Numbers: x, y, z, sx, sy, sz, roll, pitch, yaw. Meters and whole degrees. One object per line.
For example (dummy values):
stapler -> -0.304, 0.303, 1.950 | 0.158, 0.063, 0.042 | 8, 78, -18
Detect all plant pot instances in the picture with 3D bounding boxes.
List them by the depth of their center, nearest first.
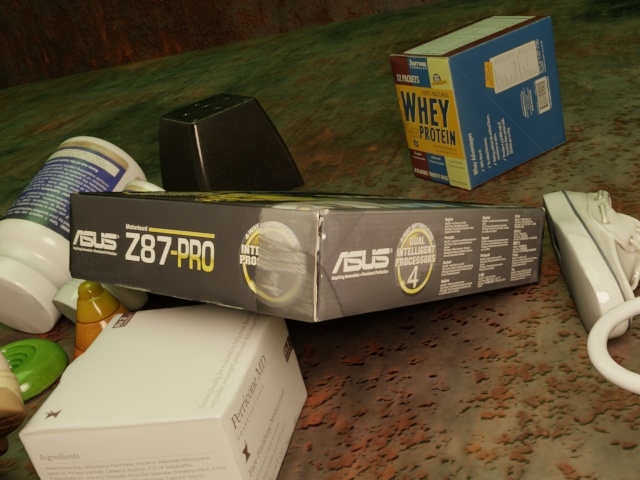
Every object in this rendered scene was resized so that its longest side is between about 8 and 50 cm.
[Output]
plant pot -> -0.169, -0.148, 1.337 | 0.187, 0.167, 0.188 | -28, 28, -27

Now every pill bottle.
pill bottle -> -0.253, 0.025, 1.014 | 0.112, 0.112, 0.186 | 8, 57, 42
pill bottle -> -0.361, -0.009, 1.102 | 0.153, 0.153, 0.264 | -2, 44, 27

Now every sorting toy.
sorting toy -> -0.354, 0.112, 0.916 | 0.366, 0.126, 0.127 | -6, 25, 18

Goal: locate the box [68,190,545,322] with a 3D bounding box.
box -> 0.000, 0.000, 0.808 | 0.318, 0.097, 0.395 | 9, 8, 40

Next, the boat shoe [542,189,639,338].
boat shoe -> 0.290, 0.012, 0.804 | 0.088, 0.096, 0.267 | -13, 16, 12

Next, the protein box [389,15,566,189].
protein box -> 0.240, -0.213, 1.191 | 0.201, 0.200, 0.136 | -26, 25, -24

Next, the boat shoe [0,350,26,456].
boat shoe -> -0.338, 0.141, 0.696 | 0.122, 0.110, 0.341 | -4, -21, -39

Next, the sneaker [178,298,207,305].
sneaker -> -0.111, 0.048, 1.012 | 0.170, 0.051, 0.089 | 0, 17, 42

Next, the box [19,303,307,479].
box -> -0.126, 0.151, 0.698 | 0.182, 0.119, 0.181 | -8, 25, 17

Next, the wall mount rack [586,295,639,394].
wall mount rack -> 0.378, 0.094, 0.530 | 0.350, 0.130, 0.304 | 4, 33, 37
